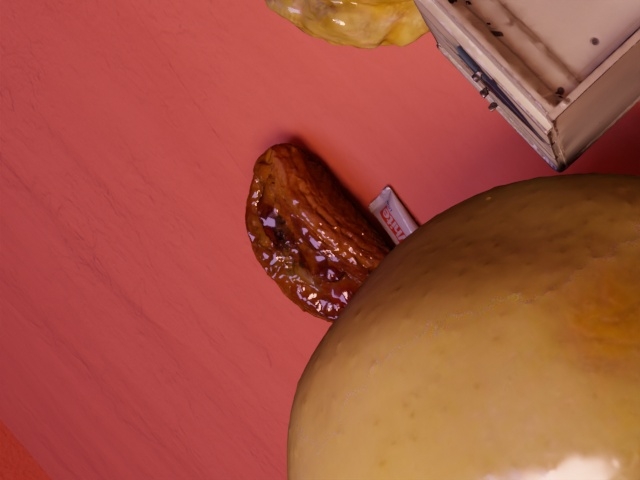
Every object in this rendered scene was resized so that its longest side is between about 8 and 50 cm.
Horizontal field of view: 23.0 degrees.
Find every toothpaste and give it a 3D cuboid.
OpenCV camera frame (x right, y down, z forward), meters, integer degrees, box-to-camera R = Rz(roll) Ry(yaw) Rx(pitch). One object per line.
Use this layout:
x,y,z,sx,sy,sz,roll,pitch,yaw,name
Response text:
0.123,0.040,1.625,0.218,0.033,0.052,54,147,10,toothpaste

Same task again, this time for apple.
0.208,0.171,1.230,0.473,0.473,0.474,36,146,30,apple

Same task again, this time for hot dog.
0.001,0.000,1.695,0.227,0.099,0.160,42,149,16,hot dog

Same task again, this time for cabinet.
0.169,-0.160,1.130,0.145,0.150,0.206,48,-175,12,cabinet

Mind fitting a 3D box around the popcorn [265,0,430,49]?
0.041,-0.287,1.207,0.252,0.215,0.286,40,143,53,popcorn
